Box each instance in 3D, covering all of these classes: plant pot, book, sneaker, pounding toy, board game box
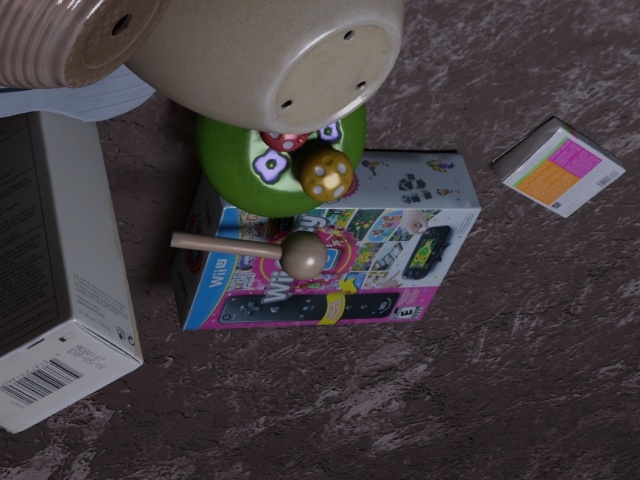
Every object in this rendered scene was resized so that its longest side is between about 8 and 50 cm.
[{"bbox_3d":[-0.037,-0.202,1.241,0.284,0.191,0.284,-29,153,-16],"label":"plant pot"},{"bbox_3d":[0.285,-0.084,1.730,0.096,0.035,0.144,-39,139,24],"label":"book"},{"bbox_3d":[-0.257,-0.170,1.360,0.258,0.091,0.094,-6,136,-50],"label":"sneaker"},{"bbox_3d":[-0.179,-0.189,1.048,0.237,0.110,0.237,-48,171,-10],"label":"plant pot"},{"bbox_3d":[-0.032,-0.072,1.466,0.183,0.110,0.236,12,104,-24],"label":"pounding toy"},{"bbox_3d":[0.000,0.000,1.677,0.303,0.097,0.224,0,141,-20],"label":"board game box"}]

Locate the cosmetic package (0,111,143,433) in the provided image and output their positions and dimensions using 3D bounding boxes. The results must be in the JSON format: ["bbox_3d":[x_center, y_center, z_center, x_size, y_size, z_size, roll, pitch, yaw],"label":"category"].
[{"bbox_3d":[-0.283,0.005,1.390,0.160,0.309,0.113,-28,142,17],"label":"cosmetic package"}]
